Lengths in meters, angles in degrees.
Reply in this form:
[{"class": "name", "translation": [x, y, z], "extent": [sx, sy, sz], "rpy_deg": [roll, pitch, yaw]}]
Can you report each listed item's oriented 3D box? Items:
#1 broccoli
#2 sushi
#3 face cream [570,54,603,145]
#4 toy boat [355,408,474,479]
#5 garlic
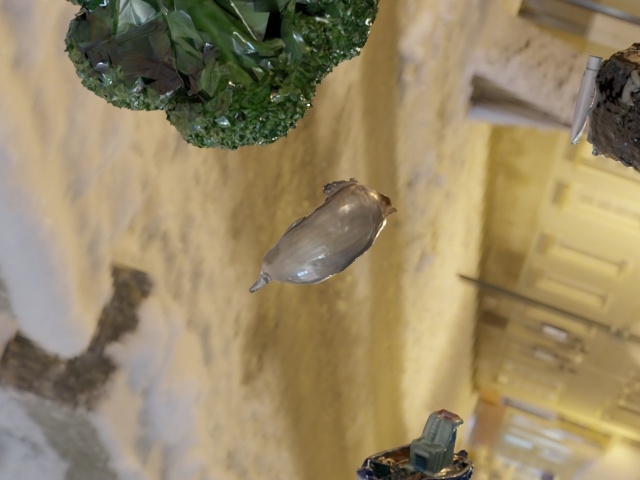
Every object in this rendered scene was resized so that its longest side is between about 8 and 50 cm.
[{"class": "broccoli", "translation": [-0.113, -0.287, 1.504], "extent": [0.321, 0.413, 0.310], "rpy_deg": [-20, 162, -21]}, {"class": "sushi", "translation": [0.378, -0.144, 1.429], "extent": [0.225, 0.126, 0.136], "rpy_deg": [-18, 125, -24]}, {"class": "face cream", "translation": [0.329, -0.174, 1.768], "extent": [0.038, 0.020, 0.115], "rpy_deg": [-14, 120, -66]}, {"class": "toy boat", "translation": [0.132, 0.303, 1.936], "extent": [0.262, 0.114, 0.115], "rpy_deg": [-16, 116, -50]}, {"class": "garlic", "translation": [0.004, 0.005, 1.285], "extent": [0.152, 0.066, 0.084], "rpy_deg": [-35, 156, -9]}]
